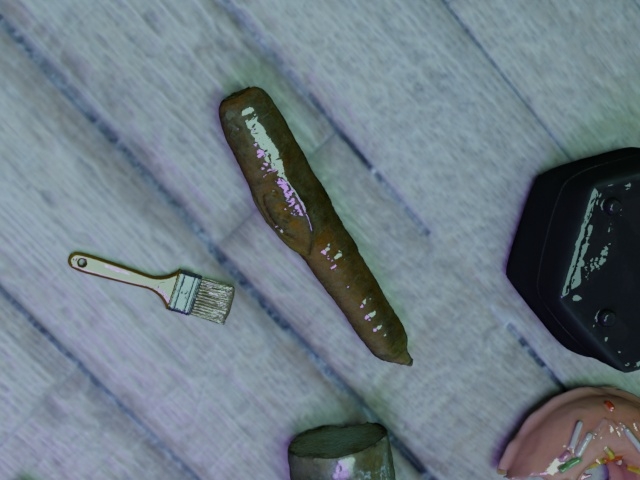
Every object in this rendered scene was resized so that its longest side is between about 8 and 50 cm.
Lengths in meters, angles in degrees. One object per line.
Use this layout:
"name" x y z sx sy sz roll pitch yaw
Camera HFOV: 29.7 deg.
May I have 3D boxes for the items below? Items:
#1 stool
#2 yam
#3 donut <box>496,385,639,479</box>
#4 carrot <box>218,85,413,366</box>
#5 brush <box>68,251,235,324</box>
"stool" 0.322 0.016 1.264 0.232 0.141 0.232 -2 97 -16
"yam" 0.031 0.291 1.237 0.107 0.107 0.194 -12 101 -14
"donut" 0.318 0.269 1.329 0.199 0.085 0.233 -36 107 -10
"carrot" 0.000 0.000 1.211 0.070 0.070 0.342 -35 107 -9
"brush" -0.167 0.042 1.194 0.169 0.014 0.043 18 93 -16
